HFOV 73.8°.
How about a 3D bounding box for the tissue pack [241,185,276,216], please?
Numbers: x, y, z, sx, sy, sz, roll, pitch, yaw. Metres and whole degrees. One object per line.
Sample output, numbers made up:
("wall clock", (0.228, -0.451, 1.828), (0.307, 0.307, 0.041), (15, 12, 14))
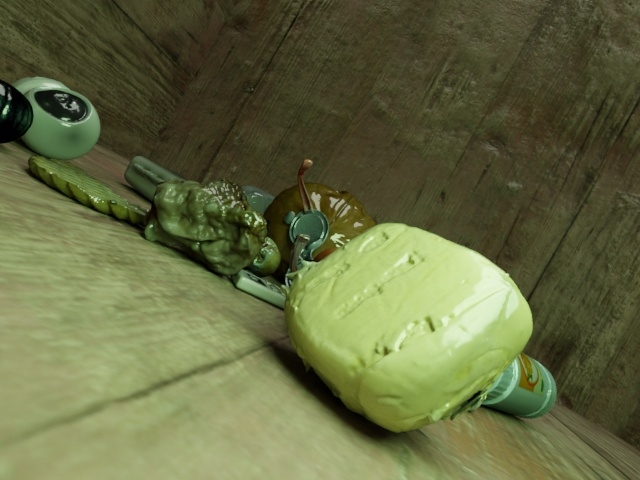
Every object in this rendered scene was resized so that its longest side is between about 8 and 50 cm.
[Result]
("tissue pack", (-0.233, -0.075, 1.781), (0.333, 0.229, 0.236), (30, 0, -24))

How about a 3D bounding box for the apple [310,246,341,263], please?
("apple", (0.049, 0.107, 0.725), (0.199, 0.199, 0.199), (29, -1, 0))

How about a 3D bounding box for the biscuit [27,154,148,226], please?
("biscuit", (-0.466, -0.104, 0.838), (0.274, 0.036, 0.187), (29, 0, 20))

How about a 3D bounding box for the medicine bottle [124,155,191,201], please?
("medicine bottle", (-0.480, -0.155, 1.443), (0.375, 0.123, 0.282), (28, 0, 34))

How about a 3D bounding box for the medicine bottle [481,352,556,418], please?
("medicine bottle", (0.446, 0.336, 1.049), (0.318, 0.158, 0.158), (29, 0, -39))

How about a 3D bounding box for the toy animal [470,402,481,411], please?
("toy animal", (0.236, 0.240, 0.882), (0.221, 0.130, 0.104), (26, 13, 16))

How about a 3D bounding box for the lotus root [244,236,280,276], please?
("lotus root", (-0.151, 0.037, 1.002), (0.113, 0.088, 0.192), (38, -17, -3))

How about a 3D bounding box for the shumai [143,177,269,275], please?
("shumai", (-0.229, -0.019, 0.801), (0.185, 0.183, 0.218), (-12, 37, -31))

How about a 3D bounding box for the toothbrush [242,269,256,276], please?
("toothbrush", (-0.252, 0.025, 1.000), (0.321, 0.023, 0.031), (29, -3, 35))

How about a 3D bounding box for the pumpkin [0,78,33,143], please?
("pumpkin", (-0.677, -0.279, 0.839), (0.202, 0.140, 0.202), (32, -2, 1))

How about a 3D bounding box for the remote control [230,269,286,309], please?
("remote control", (-0.088, 0.110, 0.853), (0.190, 0.029, 0.087), (30, -1, -22))

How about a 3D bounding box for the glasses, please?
("glasses", (-0.052, -0.023, 0.898), (0.118, 0.234, 0.268), (-1, -29, 9))

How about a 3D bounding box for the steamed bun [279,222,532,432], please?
("steamed bun", (0.091, 0.106, 0.527), (0.273, 0.232, 0.166), (28, -29, 49))

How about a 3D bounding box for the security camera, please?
("security camera", (-0.685, -0.302, 1.100), (0.236, 0.194, 0.194), (35, 3, 34))

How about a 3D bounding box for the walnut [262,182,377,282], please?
("walnut", (0.000, 0.000, 1.222), (0.354, 0.307, 0.398), (26, -8, -5))
